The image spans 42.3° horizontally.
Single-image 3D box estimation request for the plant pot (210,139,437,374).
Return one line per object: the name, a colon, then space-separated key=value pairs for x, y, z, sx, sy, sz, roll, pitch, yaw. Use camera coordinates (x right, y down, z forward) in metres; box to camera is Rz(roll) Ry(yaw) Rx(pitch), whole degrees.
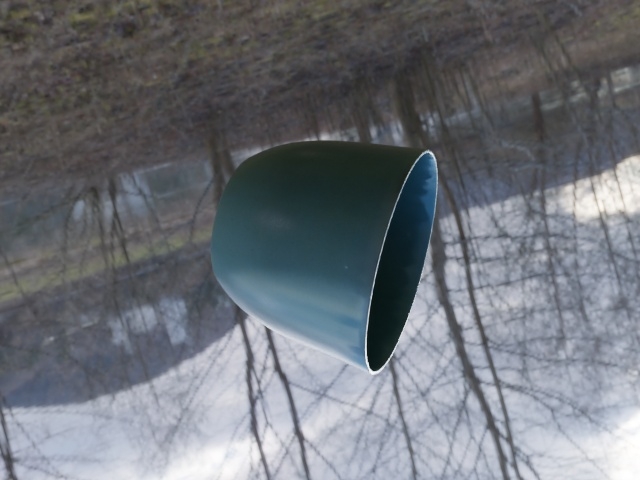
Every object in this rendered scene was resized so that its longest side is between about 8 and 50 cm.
plant pot: x=0.000 y=0.000 z=1.084 sx=0.235 sy=0.293 sz=0.293 roll=15 pitch=-167 yaw=18
